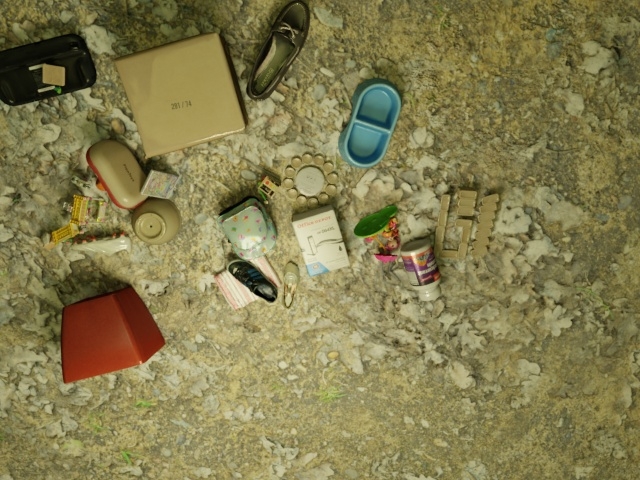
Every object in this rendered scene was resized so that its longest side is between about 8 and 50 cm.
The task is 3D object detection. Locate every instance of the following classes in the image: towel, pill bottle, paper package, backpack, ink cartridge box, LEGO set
[{"bbox_3d":[-0.251,0.139,2.071,0.197,0.029,0.144,-28,105,2],"label":"towel"},{"bbox_3d":[0.348,0.103,2.042,0.108,0.108,0.193,-20,106,3],"label":"pill bottle"},{"bbox_3d":[-0.413,-0.444,1.830,0.325,0.168,0.309,-15,106,2],"label":"paper package"},{"bbox_3d":[-0.231,-0.032,1.965,0.166,0.144,0.188,-30,107,0],"label":"backpack"},{"bbox_3d":[0.000,0.000,2.010,0.148,0.086,0.203,-18,106,3],"label":"ink cartridge box"},{"bbox_3d":[-0.794,-0.067,1.971,0.132,0.107,0.287,39,108,24],"label":"LEGO set"}]

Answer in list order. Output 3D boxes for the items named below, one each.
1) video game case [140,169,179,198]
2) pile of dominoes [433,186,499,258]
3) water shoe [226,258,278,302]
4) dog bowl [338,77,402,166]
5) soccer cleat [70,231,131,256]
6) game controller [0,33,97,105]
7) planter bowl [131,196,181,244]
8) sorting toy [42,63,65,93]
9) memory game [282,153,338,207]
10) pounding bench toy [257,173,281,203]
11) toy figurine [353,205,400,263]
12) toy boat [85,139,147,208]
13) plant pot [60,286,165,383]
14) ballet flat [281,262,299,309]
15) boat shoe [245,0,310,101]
[{"bbox_3d":[-0.516,-0.180,1.930,0.011,0.122,0.087,36,103,26],"label":"video game case"},{"bbox_3d":[0.492,-0.057,2.054,0.196,0.040,0.251,3,113,-4],"label":"pile of dominoes"},{"bbox_3d":[-0.224,0.134,2.014,0.203,0.080,0.073,35,98,-12],"label":"water shoe"},{"bbox_3d":[0.162,-0.371,1.922,0.166,0.074,0.297,17,103,-7],"label":"dog bowl"},{"bbox_3d":[-0.730,0.021,1.997,0.196,0.068,0.076,-8,109,-3],"label":"soccer cleat"},{"bbox_3d":[-0.862,-0.524,1.851,0.319,0.067,0.166,-13,120,2],"label":"game controller"},{"bbox_3d":[-0.546,-0.055,1.960,0.162,0.109,0.162,0,105,-2],"label":"planter bowl"},{"bbox_3d":[-0.813,-0.492,1.829,0.062,0.012,0.083,5,115,-15],"label":"sorting toy"},{"bbox_3d":[-0.033,-0.197,1.993,0.186,0.012,0.186,-1,106,-3],"label":"memory game"},{"bbox_3d":[-0.180,-0.170,1.973,0.065,0.052,0.083,36,101,-11],"label":"pounding bench toy"},{"bbox_3d":[0.218,-0.006,2.024,0.173,0.130,0.159,-39,119,-17],"label":"toy figurine"},{"bbox_3d":[-0.664,-0.203,1.915,0.151,0.151,0.231,-18,108,33],"label":"toy boat"},{"bbox_3d":[-0.703,0.295,1.984,0.267,0.267,0.235,-15,94,2],"label":"plant pot"},{"bbox_3d":[-0.102,0.161,2.067,0.057,0.052,0.168,4,105,-3],"label":"ballet flat"},{"bbox_3d":[-0.126,-0.578,1.841,0.112,0.095,0.335,28,102,-9],"label":"boat shoe"}]
